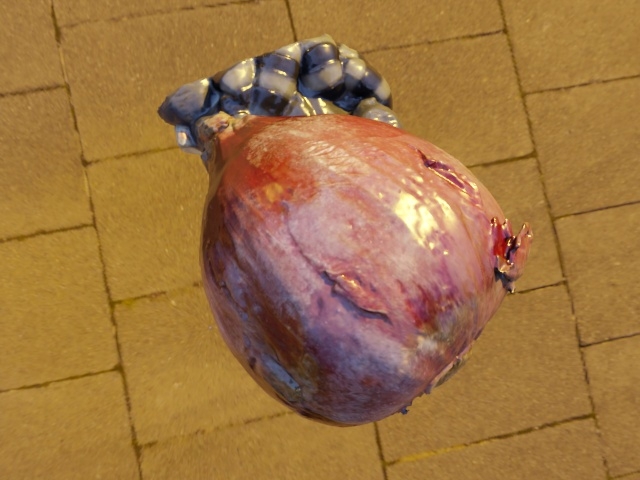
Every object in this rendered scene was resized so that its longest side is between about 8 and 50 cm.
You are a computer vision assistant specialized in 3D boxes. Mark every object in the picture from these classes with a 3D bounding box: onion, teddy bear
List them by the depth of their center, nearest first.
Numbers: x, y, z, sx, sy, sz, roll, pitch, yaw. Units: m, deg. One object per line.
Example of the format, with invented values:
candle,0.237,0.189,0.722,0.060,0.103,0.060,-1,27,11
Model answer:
onion,0.000,0.000,0.407,0.195,0.159,0.159,44,80,10
teddy bear,0.025,-0.036,0.557,0.171,0.144,0.251,-36,85,-11
